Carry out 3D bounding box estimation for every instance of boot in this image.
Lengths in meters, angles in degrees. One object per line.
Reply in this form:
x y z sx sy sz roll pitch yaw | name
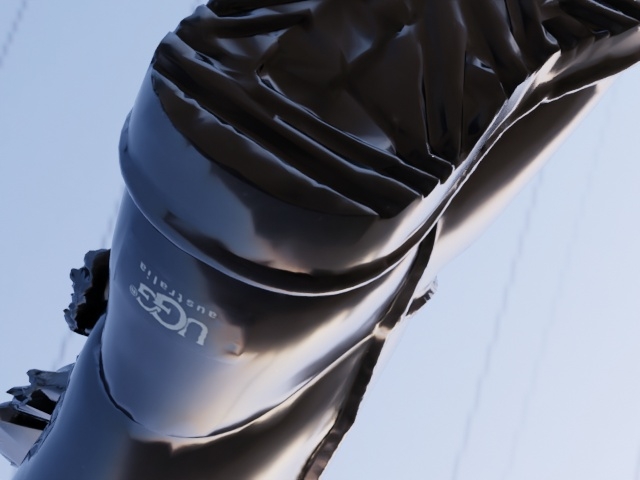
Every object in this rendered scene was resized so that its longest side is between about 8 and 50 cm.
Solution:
0.000 0.000 0.487 0.246 0.094 0.207 -44 -13 -47 | boot
